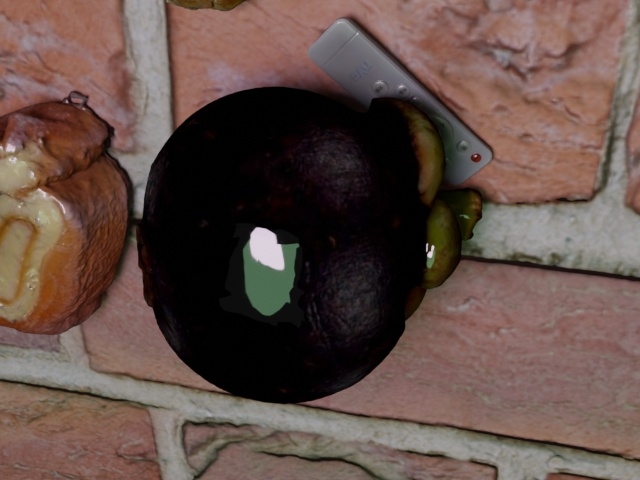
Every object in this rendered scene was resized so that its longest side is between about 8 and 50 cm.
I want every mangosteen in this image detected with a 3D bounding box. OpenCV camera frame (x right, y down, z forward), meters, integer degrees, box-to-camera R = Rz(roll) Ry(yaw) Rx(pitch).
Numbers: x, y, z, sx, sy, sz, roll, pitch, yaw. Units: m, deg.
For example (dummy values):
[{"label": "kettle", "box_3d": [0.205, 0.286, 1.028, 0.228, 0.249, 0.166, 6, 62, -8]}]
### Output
[{"label": "mangosteen", "box_3d": [0.000, 0.000, 0.770, 0.302, 0.275, 0.275, -12, 124, -18]}]

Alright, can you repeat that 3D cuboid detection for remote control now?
[{"label": "remote control", "box_3d": [0.071, -0.120, 0.790, 0.184, 0.027, 0.050, 40, 125, -16]}]

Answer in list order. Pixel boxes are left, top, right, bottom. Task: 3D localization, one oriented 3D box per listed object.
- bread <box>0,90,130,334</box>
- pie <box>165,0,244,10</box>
[{"label": "bread", "box_3d": [-0.290, -0.026, 0.895, 0.190, 0.123, 0.244, 26, 124, 0]}, {"label": "pie", "box_3d": [-0.090, -0.270, 0.726, 0.195, 0.046, 0.195, 7, 124, 11]}]
